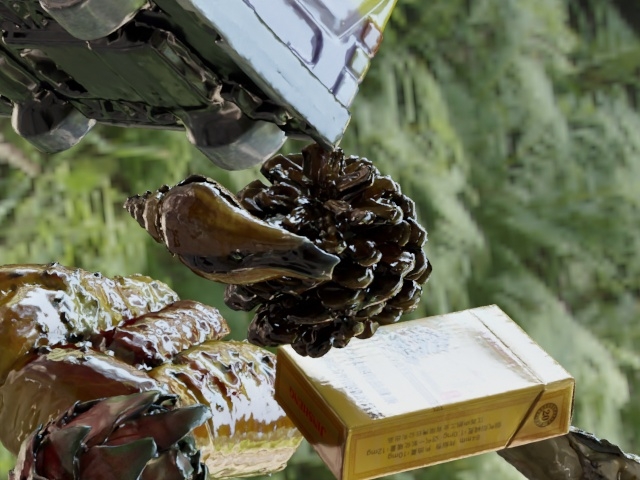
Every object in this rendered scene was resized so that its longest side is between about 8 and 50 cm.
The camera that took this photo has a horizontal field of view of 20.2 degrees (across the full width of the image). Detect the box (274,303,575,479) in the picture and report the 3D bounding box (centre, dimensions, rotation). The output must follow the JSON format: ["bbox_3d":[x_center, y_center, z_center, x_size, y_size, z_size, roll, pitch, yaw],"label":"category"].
[{"bbox_3d":[0.110,0.160,1.912,0.174,0.274,0.076,-133,-140,-51],"label":"box"}]

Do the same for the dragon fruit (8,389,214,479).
[{"bbox_3d":[-0.198,0.230,1.684,0.182,0.189,0.182,-177,-90,-84],"label":"dragon fruit"}]

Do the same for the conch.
[{"bbox_3d":[-0.096,-0.002,1.702,0.233,0.080,0.086,36,-56,30],"label":"conch"}]

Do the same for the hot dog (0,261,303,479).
[{"bbox_3d":[-0.248,0.152,2.107,0.367,0.365,0.196,34,-68,34],"label":"hot dog"}]

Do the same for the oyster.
[{"bbox_3d":[0.278,0.239,2.132,0.345,0.078,0.128,35,-43,24],"label":"oyster"}]

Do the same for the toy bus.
[{"bbox_3d":[-0.163,-0.217,1.357,0.440,0.209,0.249,7,-116,42],"label":"toy bus"}]

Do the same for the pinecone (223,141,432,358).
[{"bbox_3d":[0.000,0.000,1.814,0.221,0.221,0.221,174,-90,-80],"label":"pinecone"}]
